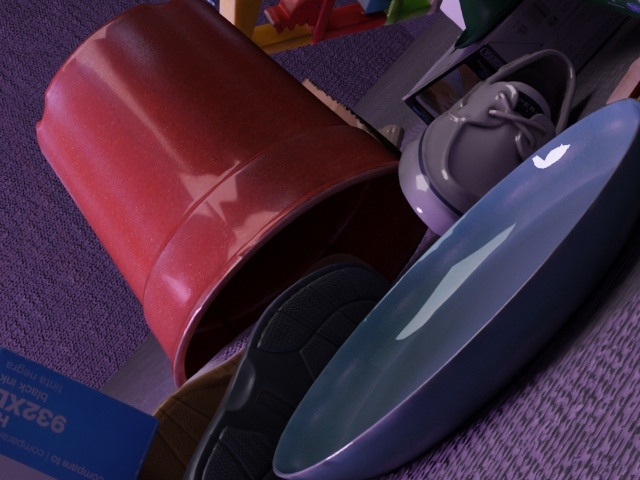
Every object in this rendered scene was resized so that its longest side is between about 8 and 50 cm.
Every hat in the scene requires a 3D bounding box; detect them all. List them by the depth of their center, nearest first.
[{"bbox_3d":[0.148,-0.327,1.500,0.208,0.183,0.173,-46,7,-2],"label":"hat"}]

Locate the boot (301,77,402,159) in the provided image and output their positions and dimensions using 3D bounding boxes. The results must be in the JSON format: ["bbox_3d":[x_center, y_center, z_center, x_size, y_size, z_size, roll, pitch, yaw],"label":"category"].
[{"bbox_3d":[-0.041,-0.017,1.533,0.269,0.089,0.236,-51,28,3],"label":"boot"}]

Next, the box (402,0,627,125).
[{"bbox_3d":[0.207,-0.202,1.587,0.169,0.087,0.290,-48,6,-14],"label":"box"}]

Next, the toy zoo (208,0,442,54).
[{"bbox_3d":[0.015,-0.262,1.404,0.293,0.030,0.192,-18,-31,-29],"label":"toy zoo"}]

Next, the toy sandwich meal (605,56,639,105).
[{"bbox_3d":[0.215,-0.095,1.049,0.085,0.029,0.085,-46,6,6],"label":"toy sandwich meal"}]

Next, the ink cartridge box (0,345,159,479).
[{"bbox_3d":[-0.248,0.256,1.021,0.223,0.129,0.307,-38,28,58],"label":"ink cartridge box"}]

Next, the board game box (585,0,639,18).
[{"bbox_3d":[0.268,-0.296,1.279,0.213,0.046,0.317,-48,34,-5],"label":"board game box"}]

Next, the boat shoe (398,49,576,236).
[{"bbox_3d":[0.147,-0.085,1.210,0.088,0.096,0.267,-48,-5,34],"label":"boat shoe"}]

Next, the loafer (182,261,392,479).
[{"bbox_3d":[-0.033,0.118,1.074,0.084,0.096,0.267,-49,4,48],"label":"loafer"}]

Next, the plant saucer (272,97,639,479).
[{"bbox_3d":[0.094,0.040,0.931,0.317,0.043,0.317,-45,5,5],"label":"plant saucer"}]

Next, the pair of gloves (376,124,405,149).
[{"bbox_3d":[0.000,0.000,1.574,0.240,0.042,0.204,-31,35,30],"label":"pair of gloves"}]

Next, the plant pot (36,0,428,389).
[{"bbox_3d":[-0.090,-0.050,1.284,0.272,0.265,0.272,-35,-24,-18],"label":"plant pot"}]

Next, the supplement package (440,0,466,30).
[{"bbox_3d":[0.278,-0.419,2.027,0.262,0.199,0.198,-43,6,32],"label":"supplement package"}]

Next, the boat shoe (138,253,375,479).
[{"bbox_3d":[-0.054,0.129,1.168,0.277,0.098,0.096,-44,-2,-20],"label":"boat shoe"}]
